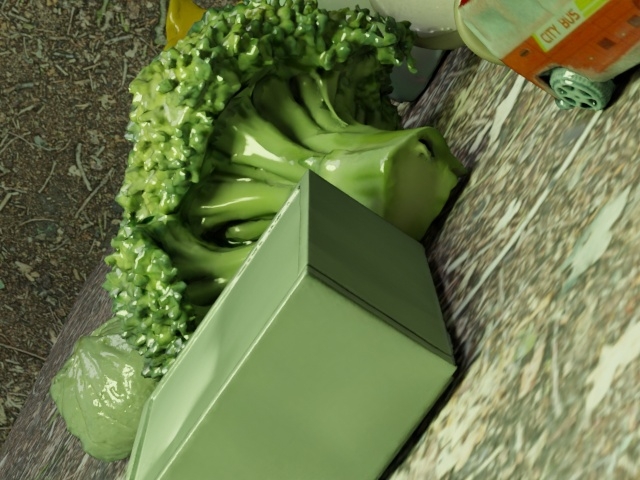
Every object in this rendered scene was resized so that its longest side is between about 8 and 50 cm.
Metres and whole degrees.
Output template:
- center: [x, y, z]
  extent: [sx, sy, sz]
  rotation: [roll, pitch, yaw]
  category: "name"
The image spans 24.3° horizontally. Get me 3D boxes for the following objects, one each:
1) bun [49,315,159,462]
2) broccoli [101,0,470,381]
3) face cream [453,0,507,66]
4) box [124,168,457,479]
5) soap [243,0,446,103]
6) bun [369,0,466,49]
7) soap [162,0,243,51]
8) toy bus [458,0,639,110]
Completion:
- center: [-0.253, 0.171, 1.809]
  extent: [0.212, 0.126, 0.204]
  rotation: [-44, 16, 55]
  category: "bun"
- center: [-0.051, -0.055, 1.203]
  extent: [0.375, 0.249, 0.302]
  rotation: [-56, 7, -20]
  category: "broccoli"
- center: [0.179, -0.242, 1.172]
  extent: [0.137, 0.084, 0.341]
  rotation: [-54, 4, 35]
  category: "face cream"
- center: [-0.022, 0.100, 0.994]
  extent: [0.225, 0.117, 0.225]
  rotation: [-55, 11, 15]
  category: "box"
- center: [-0.047, -0.349, 1.468]
  extent: [0.156, 0.446, 0.261]
  rotation: [-53, 12, 31]
  category: "soap"
- center: [0.114, -0.229, 1.324]
  extent: [0.138, 0.138, 0.094]
  rotation: [-58, -26, 0]
  category: "bun"
- center: [-0.111, -0.070, 1.524]
  extent: [0.324, 0.096, 0.204]
  rotation: [93, 180, -58]
  category: "soap"
- center: [0.171, -0.165, 0.851]
  extent: [0.121, 0.120, 0.265]
  rotation: [-64, 10, -14]
  category: "toy bus"
